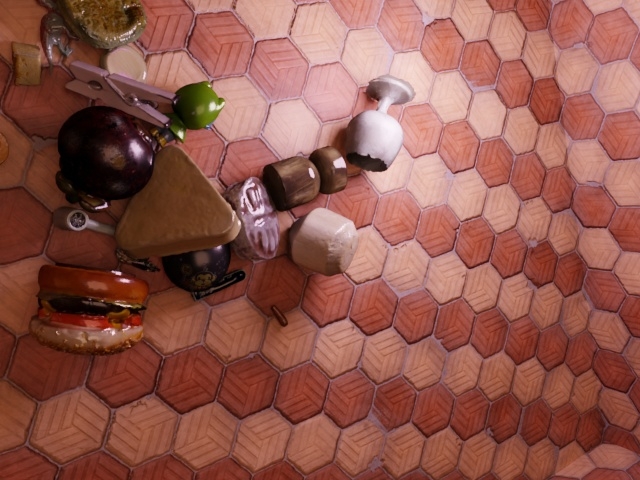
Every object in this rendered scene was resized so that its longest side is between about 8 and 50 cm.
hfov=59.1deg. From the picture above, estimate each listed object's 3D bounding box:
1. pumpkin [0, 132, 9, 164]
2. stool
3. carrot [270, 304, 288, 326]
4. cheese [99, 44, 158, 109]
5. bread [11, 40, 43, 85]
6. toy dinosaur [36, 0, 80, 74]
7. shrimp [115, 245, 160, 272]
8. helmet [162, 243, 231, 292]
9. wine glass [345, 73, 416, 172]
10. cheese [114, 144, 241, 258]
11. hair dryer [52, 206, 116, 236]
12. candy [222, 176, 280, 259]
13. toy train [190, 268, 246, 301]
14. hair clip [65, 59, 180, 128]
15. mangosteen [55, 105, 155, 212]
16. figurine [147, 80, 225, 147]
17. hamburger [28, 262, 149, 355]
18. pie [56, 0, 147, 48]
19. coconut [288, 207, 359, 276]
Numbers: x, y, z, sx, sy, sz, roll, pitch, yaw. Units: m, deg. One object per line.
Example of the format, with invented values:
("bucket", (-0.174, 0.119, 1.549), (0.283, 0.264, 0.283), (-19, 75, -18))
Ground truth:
("pumpkin", (-0.990, -0.265, 1.596), (0.183, 0.107, 0.119), (-4, 102, -36))
("stool", (-0.058, -0.227, 2.064), (0.264, 0.179, 0.179), (-21, 103, -26))
("carrot", (-0.153, 0.285, 2.130), (0.032, 0.032, 0.093), (-38, 104, -21))
("cheese", (-0.603, -0.516, 1.814), (0.137, 0.064, 0.227), (-41, 110, -17))
("bread", (-0.877, -0.524, 1.691), (0.084, 0.080, 0.109), (-3, 130, -28))
("toy dinosaur", (-0.810, -0.625, 1.700), (0.167, 0.053, 0.242), (24, 82, -26))
("shrimp", (-0.595, 0.052, 1.872), (0.161, 0.034, 0.091), (30, 78, -26))
("helmet", (-0.400, 0.034, 1.893), (0.230, 0.160, 0.279), (13, 79, -22))
("wine glass", (0.222, -0.438, 2.173), (0.237, 0.238, 0.323), (20, 78, -28))
("cheese", (-0.425, -0.089, 1.794), (0.383, 0.104, 0.384), (-1, 70, 4))
("hair dryer", (-0.701, -0.039, 1.770), (0.236, 0.131, 0.073), (24, 79, -41))
("candy", (-0.243, -0.071, 1.969), (0.214, 0.157, 0.290), (-26, 106, -57))
("toy train", (-0.358, 0.154, 2.000), (0.207, 0.047, 0.043), (-24, 105, -26))
("hair clip", (-0.609, -0.454, 1.746), (0.330, 0.085, 0.101), (20, 120, -8))
("mangosteen", (-0.647, -0.248, 1.690), (0.310, 0.311, 0.312), (-2, 94, -28))
("figurine", (-0.443, -0.412, 1.866), (0.263, 0.143, 0.162), (-40, 75, -8))
("hamburger", (-0.680, 0.206, 1.675), (0.329, 0.330, 0.250), (14, 81, -28))
("pie", (-0.674, -0.714, 1.732), (0.276, 0.078, 0.277), (15, 63, -31))
("coconut", (0.000, 0.000, 2.079), (0.237, 0.265, 0.238), (-51, 151, -43))
